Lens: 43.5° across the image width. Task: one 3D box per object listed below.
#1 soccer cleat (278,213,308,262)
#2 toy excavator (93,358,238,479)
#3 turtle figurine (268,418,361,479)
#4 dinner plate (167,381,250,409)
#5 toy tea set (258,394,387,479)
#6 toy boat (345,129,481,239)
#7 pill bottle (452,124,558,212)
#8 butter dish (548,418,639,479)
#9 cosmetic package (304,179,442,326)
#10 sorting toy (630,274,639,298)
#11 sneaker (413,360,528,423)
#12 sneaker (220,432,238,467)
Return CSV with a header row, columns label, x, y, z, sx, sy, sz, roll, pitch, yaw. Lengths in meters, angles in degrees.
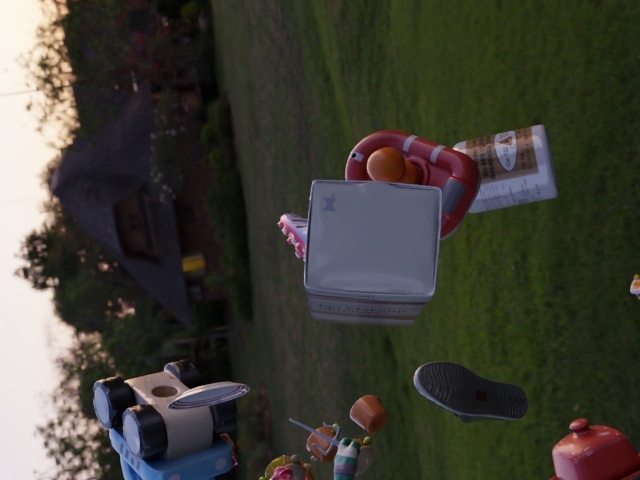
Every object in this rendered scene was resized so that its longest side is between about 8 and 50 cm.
label,x,y,z,sx,sy,sz,roll,pitch,yaw
soccer cleat,0.000,0.000,1.551,0.248,0.095,0.083,41,163,56
toy excavator,-0.292,0.532,1.697,0.433,0.222,0.445,23,117,49
turtle figurine,0.010,0.334,0.939,0.234,0.118,0.175,40,130,24
dinner plate,-0.189,0.260,1.352,0.141,0.141,0.017,108,148,-68
toy tea set,0.007,0.473,1.828,0.124,0.336,0.200,42,156,46
toy boat,0.127,-0.103,1.273,0.231,0.151,0.151,27,91,42
pill bottle,0.294,-0.118,1.421,0.131,0.229,0.131,-11,-90,-71
butter dish,0.484,0.377,1.436,0.160,0.160,0.118,142,105,-80
cosmetic package,0.061,0.028,1.016,0.296,0.153,0.129,79,-164,-76
sorting toy,0.627,0.090,1.485,0.075,0.083,0.045,-4,66,39
sneaker,0.236,0.275,1.388,0.118,0.222,0.083,-36,38,55
sneaker,-0.222,0.488,1.853,0.118,0.042,0.067,63,-172,-56
